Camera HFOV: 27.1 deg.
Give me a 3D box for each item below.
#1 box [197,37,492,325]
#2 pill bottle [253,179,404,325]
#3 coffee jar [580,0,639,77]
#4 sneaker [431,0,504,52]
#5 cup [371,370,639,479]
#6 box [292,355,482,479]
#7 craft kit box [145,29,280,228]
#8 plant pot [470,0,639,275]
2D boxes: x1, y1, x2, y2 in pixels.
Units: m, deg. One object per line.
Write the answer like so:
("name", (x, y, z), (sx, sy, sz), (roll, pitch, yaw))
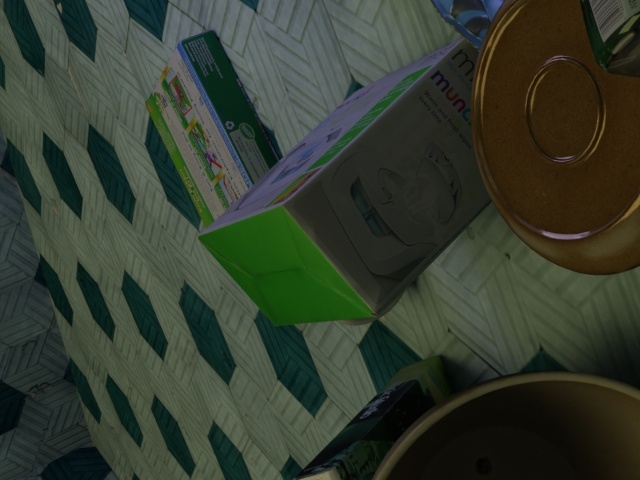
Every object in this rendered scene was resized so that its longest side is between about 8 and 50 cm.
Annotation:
("box", (0.043, -0.043, 1.191), (0.127, 0.231, 0.262), (49, 162, -10))
("pill bottle", (0.000, 0.000, 1.506), (0.215, 0.117, 0.117), (38, 146, 48))
("coffee jar", (0.197, -0.197, 0.838), (0.079, 0.096, 0.184), (-48, 48, 53))
("sneaker", (0.158, -0.177, 1.061), (0.082, 0.069, 0.209), (-58, 48, 31))
("cup", (0.181, 0.264, 1.186), (0.237, 0.331, 0.331), (-144, 30, -85))
("box", (0.099, 0.280, 1.378), (0.058, 0.322, 0.232), (-21, 96, 25))
("craft kit box", (-0.138, -0.122, 1.776), (0.250, 0.061, 0.246), (63, 155, 4))
("plant pot", (0.180, -0.091, 0.945), (0.236, 0.032, 0.236), (13, 105, 54))
